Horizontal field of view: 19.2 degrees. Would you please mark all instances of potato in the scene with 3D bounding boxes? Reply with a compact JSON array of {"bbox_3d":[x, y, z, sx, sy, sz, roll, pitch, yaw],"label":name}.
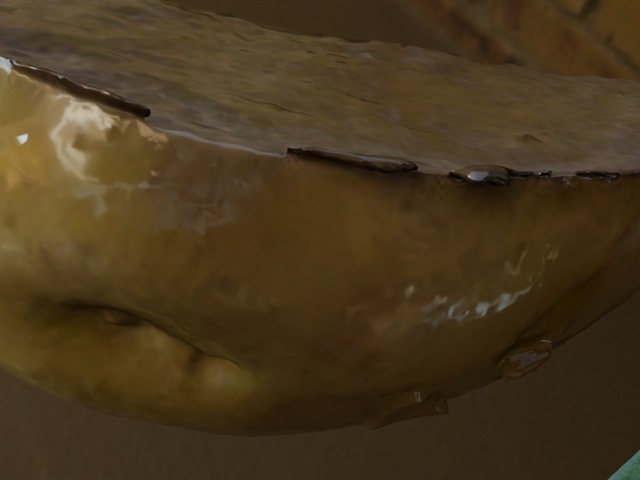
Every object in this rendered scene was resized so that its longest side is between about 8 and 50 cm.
[{"bbox_3d":[0.000,0.000,0.463,0.243,0.098,0.138,9,-161,-10],"label":"potato"}]

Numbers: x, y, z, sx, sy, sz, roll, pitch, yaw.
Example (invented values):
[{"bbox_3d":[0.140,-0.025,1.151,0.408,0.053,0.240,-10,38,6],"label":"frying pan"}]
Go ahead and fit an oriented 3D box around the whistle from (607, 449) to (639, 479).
[{"bbox_3d":[0.171,0.105,0.892,0.039,0.039,0.186,41,-148,15],"label":"whistle"}]
